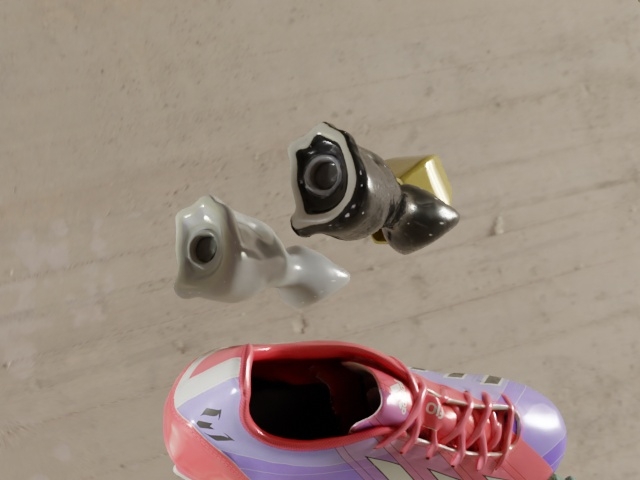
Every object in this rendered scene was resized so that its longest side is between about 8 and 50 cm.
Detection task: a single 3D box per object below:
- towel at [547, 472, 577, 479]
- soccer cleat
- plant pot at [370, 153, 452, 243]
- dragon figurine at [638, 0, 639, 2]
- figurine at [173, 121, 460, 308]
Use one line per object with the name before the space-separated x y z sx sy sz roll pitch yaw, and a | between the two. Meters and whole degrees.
towel | 0.277 0.336 0.693 0.370 0.040 0.271 32 -143 4
soccer cleat | 0.041 0.094 0.542 0.248 0.095 0.083 10 -119 -27
plant pot | 0.096 -0.051 1.137 0.083 0.081 0.082 -41 -63 -35
dragon figurine | 0.299 -0.246 0.776 0.085 0.144 0.289 27 -142 -10
figurine | 0.000 0.000 0.970 0.209 0.214 0.092 20 -133 -54
